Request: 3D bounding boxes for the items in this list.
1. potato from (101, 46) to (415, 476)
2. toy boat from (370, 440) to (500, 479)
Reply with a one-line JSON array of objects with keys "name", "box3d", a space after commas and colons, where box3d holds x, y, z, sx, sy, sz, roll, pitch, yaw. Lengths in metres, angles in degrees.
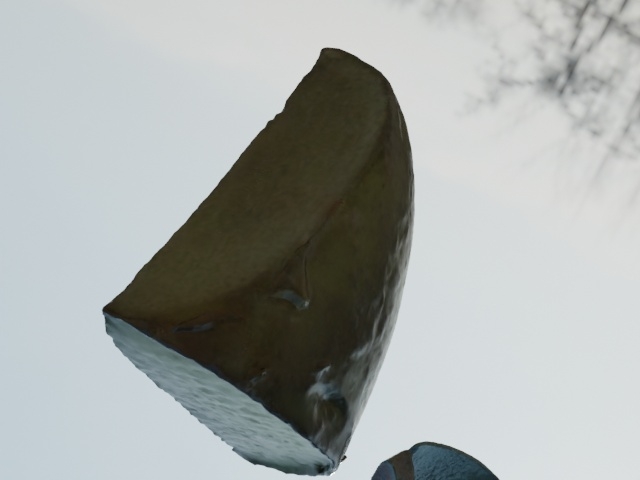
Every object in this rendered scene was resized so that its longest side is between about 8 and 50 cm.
[{"name": "potato", "box3d": [0.000, 0.000, 1.082, 0.112, 0.255, 0.269, 17, 163, 20]}, {"name": "toy boat", "box3d": [0.090, 0.176, 1.229, 0.122, 0.096, 0.034, -7, -148, -31]}]
